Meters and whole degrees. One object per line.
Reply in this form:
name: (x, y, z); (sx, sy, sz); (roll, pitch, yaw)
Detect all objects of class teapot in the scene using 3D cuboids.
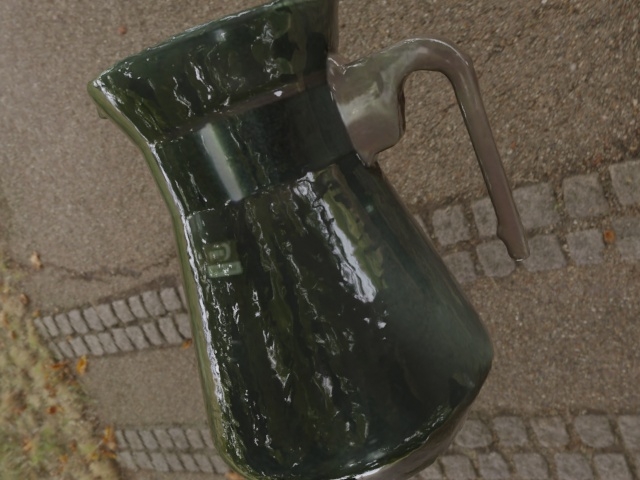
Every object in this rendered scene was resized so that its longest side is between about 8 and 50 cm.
teapot: (0.000, 0.000, 0.456); (0.300, 0.253, 0.343); (-16, 106, 20)
